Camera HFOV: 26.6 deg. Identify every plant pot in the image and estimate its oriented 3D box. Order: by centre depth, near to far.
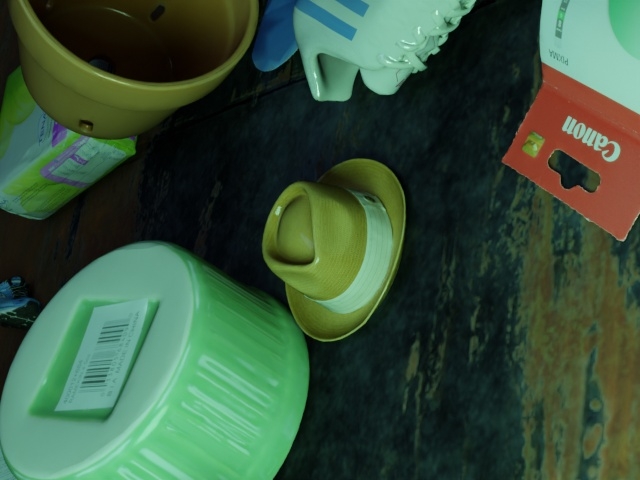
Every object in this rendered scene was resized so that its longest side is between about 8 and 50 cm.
[{"bbox_3d":[-0.241,-0.254,1.628,0.203,0.290,0.291,129,146,-56],"label":"plant pot"}]

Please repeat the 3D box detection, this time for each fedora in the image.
[{"bbox_3d":[0.000,0.000,1.294,0.194,0.079,0.194,-30,51,45],"label":"fedora"}]

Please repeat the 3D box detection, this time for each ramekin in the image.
[{"bbox_3d":[-0.174,0.146,1.331,0.303,0.148,0.303,-26,44,27],"label":"ramekin"}]

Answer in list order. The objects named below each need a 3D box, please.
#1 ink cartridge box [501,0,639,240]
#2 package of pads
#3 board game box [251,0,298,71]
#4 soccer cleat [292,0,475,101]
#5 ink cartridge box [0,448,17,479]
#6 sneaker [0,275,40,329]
[{"bbox_3d":[0.225,-0.138,1.065,0.225,0.056,0.181,-61,34,11],"label":"ink cartridge box"},{"bbox_3d":[-0.349,-0.174,1.876,0.296,0.101,0.229,-27,51,48],"label":"package of pads"},{"bbox_3d":[-0.019,-0.259,1.504,0.133,0.033,0.169,-13,58,58],"label":"board game box"},{"bbox_3d":[0.094,-0.218,1.265,0.331,0.116,0.143,-17,76,54],"label":"soccer cleat"},{"bbox_3d":[-0.291,0.261,1.485,0.224,0.223,0.045,-127,18,-52],"label":"ink cartridge box"},{"bbox_3d":[-0.436,0.082,1.904,0.162,0.063,0.073,0,70,55],"label":"sneaker"}]
